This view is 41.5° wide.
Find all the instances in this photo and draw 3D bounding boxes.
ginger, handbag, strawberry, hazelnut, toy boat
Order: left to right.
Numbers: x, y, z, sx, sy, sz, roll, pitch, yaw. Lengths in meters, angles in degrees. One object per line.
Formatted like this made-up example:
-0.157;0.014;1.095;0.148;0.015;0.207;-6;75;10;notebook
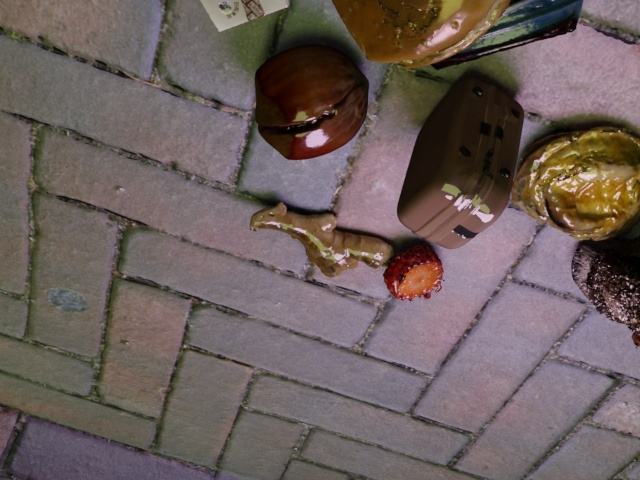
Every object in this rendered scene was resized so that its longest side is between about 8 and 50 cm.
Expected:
-0.016;-0.257;1.574;0.181;0.181;0.212;7;131;37;hazelnut
0.000;0.000;1.909;0.334;0.081;0.148;27;131;-16;ginger
0.210;0.072;1.916;0.145;0.086;0.145;-20;134;-22;strawberry
0.242;-0.124;1.568;0.149;0.301;0.283;27;141;-13;handbag
0.288;-0.384;1.413;0.309;0.129;0.142;-12;97;21;toy boat

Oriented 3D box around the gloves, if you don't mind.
0.621;0.090;1.715;0.135;0.312;0.210;-21;104;1;gloves

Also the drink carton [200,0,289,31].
-0.121;-0.489;1.248;0.132;0.324;0.194;-15;133;22;drink carton

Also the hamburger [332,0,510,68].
0.140;-0.424;1.304;0.284;0.174;0.304;-34;81;45;hamburger

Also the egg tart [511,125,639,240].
0.528;-0.093;1.659;0.297;0.132;0.297;3;135;3;egg tart

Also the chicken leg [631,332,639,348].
0.768;0.104;1.812;0.158;0.096;0.407;-7;139;1;chicken leg
